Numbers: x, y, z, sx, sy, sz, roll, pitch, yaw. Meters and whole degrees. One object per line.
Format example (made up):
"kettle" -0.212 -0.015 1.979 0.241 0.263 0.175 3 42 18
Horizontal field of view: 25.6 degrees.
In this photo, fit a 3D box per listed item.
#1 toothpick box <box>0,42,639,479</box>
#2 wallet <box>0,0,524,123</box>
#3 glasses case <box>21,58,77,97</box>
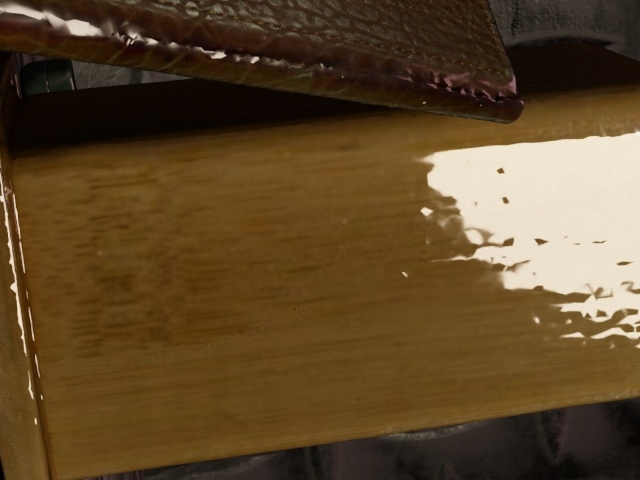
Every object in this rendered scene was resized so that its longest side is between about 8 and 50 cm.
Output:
"toothpick box" 0.000 0.000 0.650 0.187 0.308 0.190 -124 -153 -73
"wallet" -0.041 -0.109 0.515 0.039 0.243 0.133 -48 -132 46
"glasses case" -0.204 -0.050 1.133 0.078 0.039 0.184 -120 -158 -71
